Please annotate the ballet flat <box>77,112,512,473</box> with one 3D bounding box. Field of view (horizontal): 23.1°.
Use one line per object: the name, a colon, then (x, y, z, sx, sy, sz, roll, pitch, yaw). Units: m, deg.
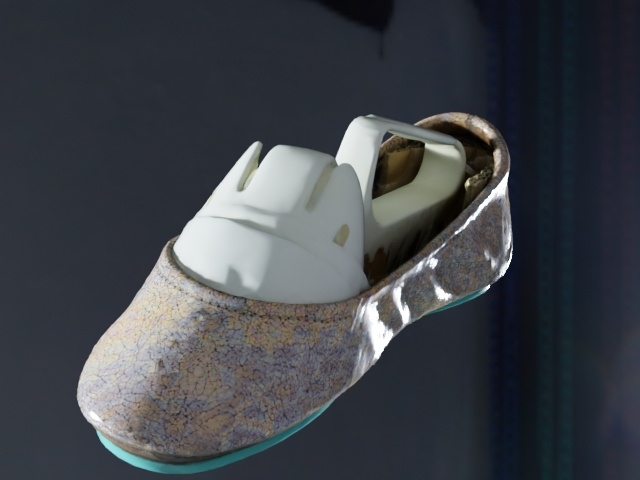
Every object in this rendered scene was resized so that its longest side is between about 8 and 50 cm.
ballet flat: (0.000, 0.000, 0.713, 0.107, 0.106, 0.316, 19, 24, 22)
